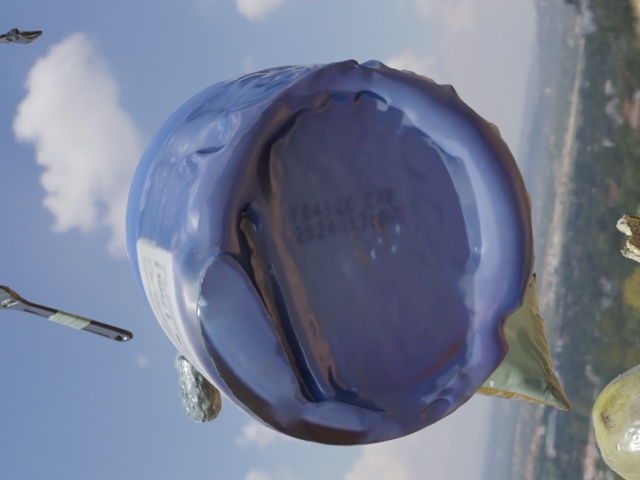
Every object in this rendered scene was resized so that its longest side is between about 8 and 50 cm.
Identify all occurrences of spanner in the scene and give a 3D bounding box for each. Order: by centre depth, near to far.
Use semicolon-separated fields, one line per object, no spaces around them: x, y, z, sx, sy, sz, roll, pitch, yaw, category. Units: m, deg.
-0.522;-0.295;1.588;0.046;0.208;0.012;-36;71;66;spanner
-0.477;0.133;1.900;0.087;0.316;0.024;-37;44;41;spanner

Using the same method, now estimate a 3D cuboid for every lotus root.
0.445;0.198;1.244;0.278;0.154;0.154;-35;22;35;lotus root

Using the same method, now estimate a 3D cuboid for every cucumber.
-0.189;0.223;1.637;0.064;0.064;0.112;-62;-33;-63;cucumber

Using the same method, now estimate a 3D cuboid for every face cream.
0.000;0.000;0.742;0.225;0.249;0.249;-157;72;-69;face cream

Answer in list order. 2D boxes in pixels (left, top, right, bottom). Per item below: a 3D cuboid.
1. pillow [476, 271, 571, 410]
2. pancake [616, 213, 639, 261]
0.195;0.111;1.534;0.312;0.310;0.119;-90;20;-56;pillow
0.528;0.041;1.456;0.212;0.257;0.056;-89;14;-61;pancake
